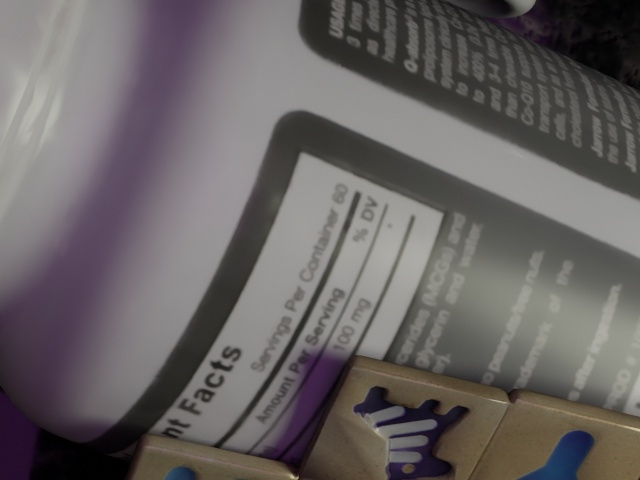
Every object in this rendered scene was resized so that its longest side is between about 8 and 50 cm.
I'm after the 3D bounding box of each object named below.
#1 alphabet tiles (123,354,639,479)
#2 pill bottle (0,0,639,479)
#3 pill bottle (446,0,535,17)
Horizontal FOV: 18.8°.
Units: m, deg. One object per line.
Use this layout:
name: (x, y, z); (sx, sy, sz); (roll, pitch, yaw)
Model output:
alphabet tiles: (0.038, 0.183, 0.752); (0.285, 0.011, 0.342); (14, 128, -12)
pill bottle: (0.000, 0.000, 0.744); (0.363, 0.210, 0.210); (23, 84, -18)
pill bottle: (0.074, -0.185, 0.846); (0.087, 0.087, 0.160); (18, 84, -12)
